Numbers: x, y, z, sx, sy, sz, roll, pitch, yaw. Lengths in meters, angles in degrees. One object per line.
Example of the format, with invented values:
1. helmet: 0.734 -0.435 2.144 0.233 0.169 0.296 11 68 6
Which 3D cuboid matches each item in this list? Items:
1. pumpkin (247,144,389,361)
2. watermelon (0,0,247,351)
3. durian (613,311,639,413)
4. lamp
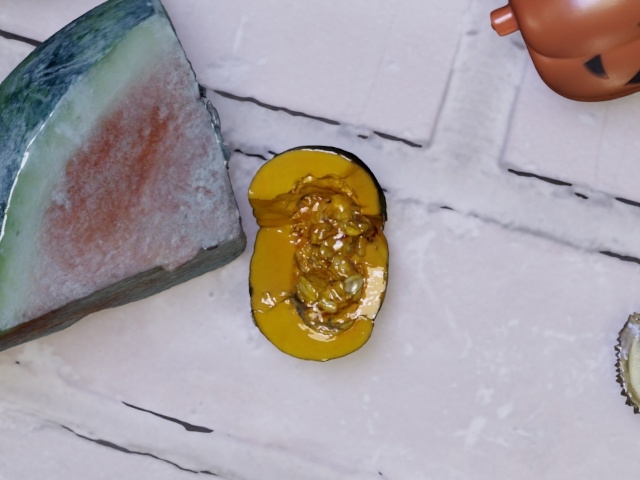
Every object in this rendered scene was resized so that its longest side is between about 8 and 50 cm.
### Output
1. pumpkin: 0.000 0.000 1.245 0.119 0.107 0.183 4 108 3
2. watermelon: -0.170 -0.038 1.227 0.258 0.228 0.387 32 71 -26
3. durian: 0.312 0.114 1.230 0.140 0.071 0.110 37 91 18
4. lamp: 0.214 -0.201 1.176 0.164 0.187 0.187 -20 90 8
